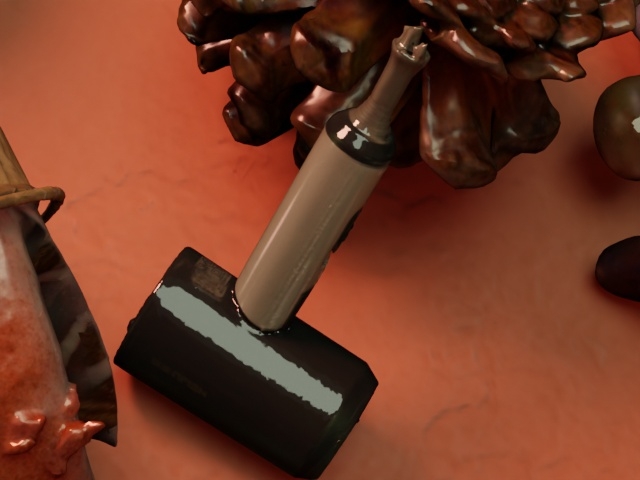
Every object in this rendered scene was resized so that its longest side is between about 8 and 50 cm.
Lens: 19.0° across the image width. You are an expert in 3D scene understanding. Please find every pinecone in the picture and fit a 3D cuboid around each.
[{"bbox_3d":[0.030,-0.099,0.807,0.179,0.195,0.150,-18,105,-44],"label":"pinecone"}]

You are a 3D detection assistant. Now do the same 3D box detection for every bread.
[{"bbox_3d":[-0.157,0.028,0.674,0.142,0.224,0.212,-16,89,-15],"label":"bread"}]

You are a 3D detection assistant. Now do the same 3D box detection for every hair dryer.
[{"bbox_3d":[0.000,0.000,0.745,0.100,0.198,0.057,30,31,2],"label":"hair dryer"}]

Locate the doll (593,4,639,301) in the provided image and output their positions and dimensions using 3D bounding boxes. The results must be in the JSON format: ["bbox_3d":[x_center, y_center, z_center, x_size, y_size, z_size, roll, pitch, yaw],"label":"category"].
[{"bbox_3d":[0.221,-0.153,0.854,0.318,0.209,0.340,-25,73,10],"label":"doll"}]
